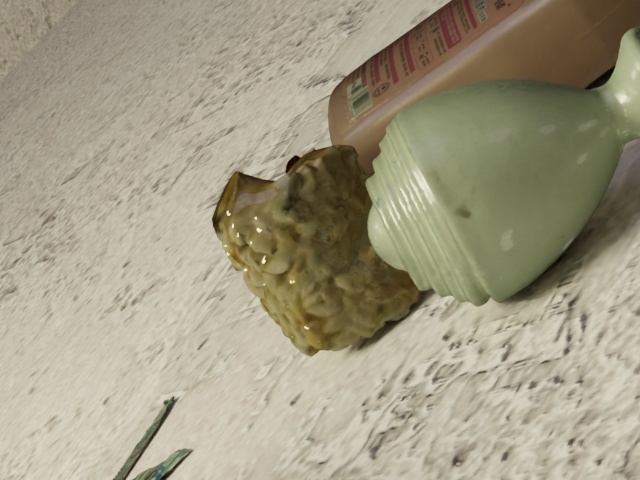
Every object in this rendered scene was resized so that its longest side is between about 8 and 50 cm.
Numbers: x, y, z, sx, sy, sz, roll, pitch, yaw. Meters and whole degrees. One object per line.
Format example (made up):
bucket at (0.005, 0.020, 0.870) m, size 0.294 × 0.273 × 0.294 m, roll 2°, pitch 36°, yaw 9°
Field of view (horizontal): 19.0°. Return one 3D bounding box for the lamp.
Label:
lamp at (0.110, -0.042, 0.915) m, size 0.193 × 0.106 × 0.106 m, roll -28°, pitch 18°, yaw 8°

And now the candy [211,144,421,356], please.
candy at (0.000, 0.000, 1.019) m, size 0.095 × 0.110 × 0.085 m, roll -32°, pitch 6°, yaw -7°

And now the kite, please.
kite at (-0.122, 0.143, 1.103) m, size 0.137 × 0.005 × 0.152 m, roll -30°, pitch 19°, yaw 31°

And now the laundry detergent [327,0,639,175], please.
laundry detergent at (0.114, -0.122, 1.132) m, size 0.237 × 0.076 × 0.171 m, roll -37°, pitch 17°, yaw 12°
